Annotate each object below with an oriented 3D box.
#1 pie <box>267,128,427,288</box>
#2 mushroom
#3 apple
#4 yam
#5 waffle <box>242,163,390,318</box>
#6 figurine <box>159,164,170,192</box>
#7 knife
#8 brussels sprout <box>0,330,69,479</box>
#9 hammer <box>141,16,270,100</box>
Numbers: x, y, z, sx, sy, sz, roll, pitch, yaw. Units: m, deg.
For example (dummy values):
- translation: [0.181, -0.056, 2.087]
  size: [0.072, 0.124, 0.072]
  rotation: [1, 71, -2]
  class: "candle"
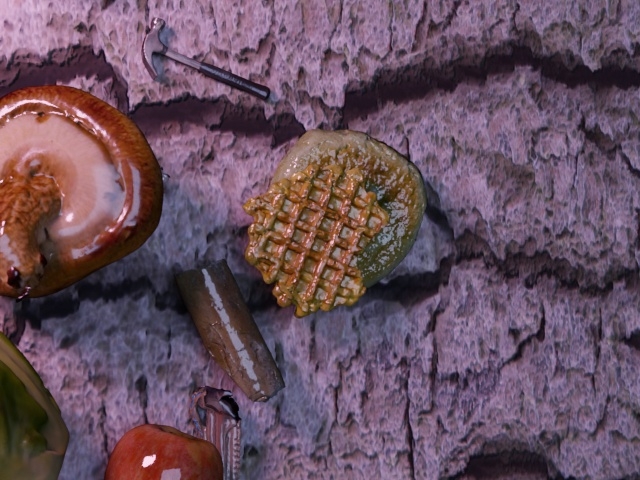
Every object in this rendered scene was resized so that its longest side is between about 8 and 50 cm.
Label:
- translation: [0.049, -0.055, 1.701]
  size: [0.323, 0.070, 0.323]
  rotation: [0, 90, -22]
  class: "pie"
- translation: [-0.406, -0.071, 1.383]
  size: [0.345, 0.259, 0.345]
  rotation: [0, 86, 1]
  class: "mushroom"
- translation: [-0.252, 0.389, 1.457]
  size: [0.188, 0.188, 0.174]
  rotation: [21, 85, -21]
  class: "apple"
- translation: [-0.155, 0.156, 1.567]
  size: [0.106, 0.106, 0.259]
  rotation: [-26, 95, -24]
  class: "yam"
- translation: [-0.001, 0.000, 1.620]
  size: [0.291, 0.051, 0.291]
  rotation: [0, 90, -21]
  class: "waffle"
- translation: [-0.310, -0.077, 1.545]
  size: [0.129, 0.054, 0.072]
  rotation: [-50, 129, -19]
  class: "figurine"
- translation: [-0.177, 0.431, 1.569]
  size: [0.089, 0.043, 0.365]
  rotation: [-2, 87, 9]
  class: "knife"
- translation: [-0.545, 0.260, 1.292]
  size: [0.371, 0.276, 0.315]
  rotation: [12, 84, -23]
  class: "brussels sprout"
- translation: [-0.203, -0.301, 1.635]
  size: [0.246, 0.029, 0.103]
  rotation: [22, 76, -22]
  class: "hammer"
